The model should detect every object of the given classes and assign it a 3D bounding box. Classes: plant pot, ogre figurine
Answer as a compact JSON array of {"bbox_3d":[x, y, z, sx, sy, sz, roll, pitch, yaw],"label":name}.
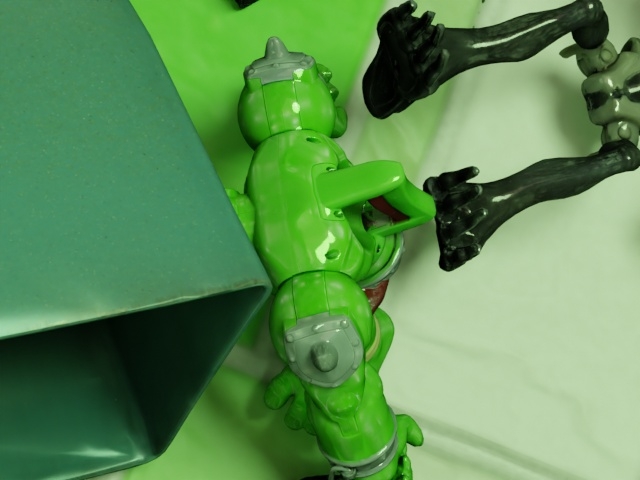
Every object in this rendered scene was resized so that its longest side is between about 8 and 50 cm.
[{"bbox_3d":[-0.155,-0.033,0.724,0.165,0.165,0.234,-12,66,-27],"label":"plant pot"},{"bbox_3d":[0.000,0.000,0.765,0.096,0.118,0.197,6,70,13],"label":"ogre figurine"}]

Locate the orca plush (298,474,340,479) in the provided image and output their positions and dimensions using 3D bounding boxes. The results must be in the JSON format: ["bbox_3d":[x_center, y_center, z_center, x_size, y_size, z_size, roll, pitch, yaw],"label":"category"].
[{"bbox_3d":[-0.009,0.163,0.740,0.287,0.102,0.151,-1,76,-11],"label":"orca plush"}]

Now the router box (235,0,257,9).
[{"bbox_3d":[-0.011,-0.176,0.861,0.122,0.038,0.092,-32,83,-16],"label":"router box"}]

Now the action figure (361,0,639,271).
[{"bbox_3d":[0.167,-0.069,0.809,0.275,0.141,0.164,-16,97,-21],"label":"action figure"}]
